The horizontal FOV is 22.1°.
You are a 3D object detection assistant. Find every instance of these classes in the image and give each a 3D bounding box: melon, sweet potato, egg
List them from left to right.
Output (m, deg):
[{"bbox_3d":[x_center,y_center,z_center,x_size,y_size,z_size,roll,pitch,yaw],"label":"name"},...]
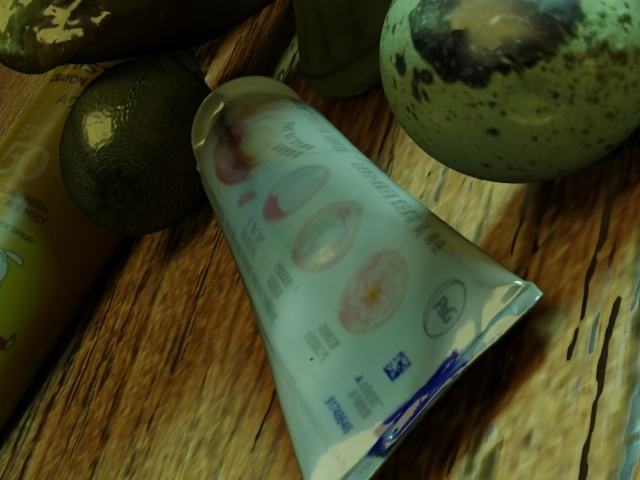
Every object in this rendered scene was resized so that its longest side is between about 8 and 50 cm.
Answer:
[{"bbox_3d":[-0.104,-0.058,0.974,0.098,0.098,0.130,-43,20,30],"label":"melon"},{"bbox_3d":[-0.069,-0.214,1.070,0.370,0.157,0.158,-28,-3,-41],"label":"sweet potato"},{"bbox_3d":[0.066,-0.060,0.539,0.085,0.085,0.110,-53,23,-3],"label":"egg"}]

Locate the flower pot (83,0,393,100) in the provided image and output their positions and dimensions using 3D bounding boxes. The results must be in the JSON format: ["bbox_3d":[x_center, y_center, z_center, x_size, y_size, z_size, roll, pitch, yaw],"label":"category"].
[{"bbox_3d":[-0.019,-0.222,0.833,0.307,0.244,0.307,-48,18,21],"label":"flower pot"}]

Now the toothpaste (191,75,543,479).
[{"bbox_3d":[0.000,0.000,0.641,0.100,0.066,0.323,-46,22,6],"label":"toothpaste"}]

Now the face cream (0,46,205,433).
[{"bbox_3d":[-0.177,-0.017,1.072,0.348,0.105,0.105,-59,18,-24],"label":"face cream"}]
